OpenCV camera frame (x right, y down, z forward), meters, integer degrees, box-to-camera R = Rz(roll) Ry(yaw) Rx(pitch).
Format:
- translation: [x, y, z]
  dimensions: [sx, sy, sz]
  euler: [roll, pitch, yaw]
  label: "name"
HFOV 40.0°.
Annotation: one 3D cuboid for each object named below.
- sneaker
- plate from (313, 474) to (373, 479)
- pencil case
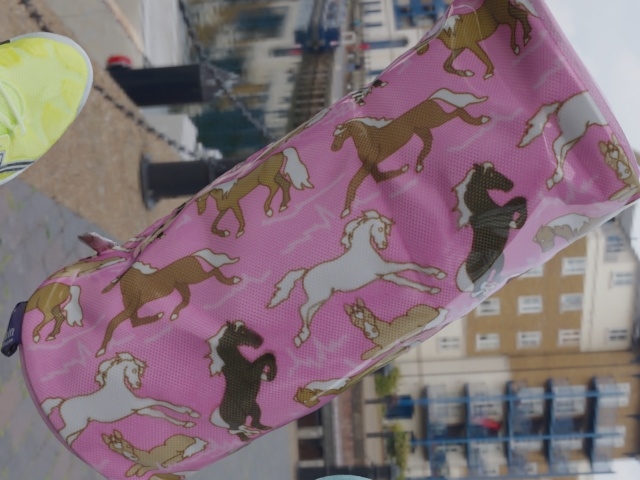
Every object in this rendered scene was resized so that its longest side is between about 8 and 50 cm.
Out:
- translation: [-0.395, -0.095, 0.904]
  dimensions: [0.147, 0.384, 0.145]
  euler: [8, -49, 59]
  label: "sneaker"
- translation: [0.037, 0.313, 0.882]
  dimensions: [0.188, 0.188, 0.024]
  euler: [-89, -169, -48]
  label: "plate"
- translation: [0.000, 0.000, 0.543]
  dimensions: [0.167, 0.386, 0.160]
  euler: [56, 11, -12]
  label: "pencil case"
